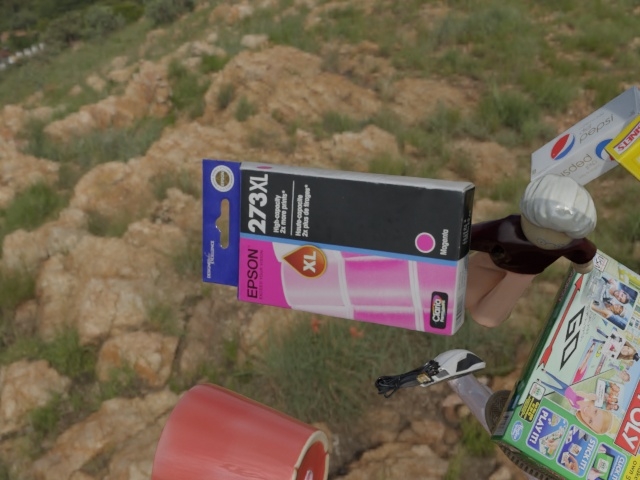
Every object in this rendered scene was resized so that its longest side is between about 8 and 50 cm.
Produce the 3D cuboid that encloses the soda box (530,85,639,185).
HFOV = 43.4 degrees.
[{"bbox_3d":[0.450,-0.155,1.325,0.216,0.069,0.074,-36,30,42],"label":"soda box"}]

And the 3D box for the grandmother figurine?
[{"bbox_3d":[0.262,0.019,1.051,0.208,0.342,0.104,-2,66,-8],"label":"grandmother figurine"}]

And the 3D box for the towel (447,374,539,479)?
[{"bbox_3d":[0.393,0.388,1.538,0.053,0.317,0.332,-46,54,6],"label":"towel"}]

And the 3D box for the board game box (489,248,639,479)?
[{"bbox_3d":[0.402,0.194,1.147,0.214,0.046,0.317,31,72,-4],"label":"board game box"}]

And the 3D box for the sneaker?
[{"bbox_3d":[0.395,0.341,1.282,0.282,0.099,0.153,37,10,27],"label":"sneaker"}]

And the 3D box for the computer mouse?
[{"bbox_3d":[0.177,0.194,1.221,0.193,0.042,0.106,-2,-25,-47],"label":"computer mouse"}]

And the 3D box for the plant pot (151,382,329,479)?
[{"bbox_3d":[-0.129,0.410,1.449,0.243,0.274,0.275,8,29,20],"label":"plant pot"}]

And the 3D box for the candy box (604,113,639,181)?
[{"bbox_3d":[0.311,-0.050,0.597,0.206,0.105,0.027,30,26,-30],"label":"candy box"}]

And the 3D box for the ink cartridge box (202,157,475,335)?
[{"bbox_3d":[0.000,0.000,1.006,0.371,0.175,0.069,8,14,24],"label":"ink cartridge box"}]
